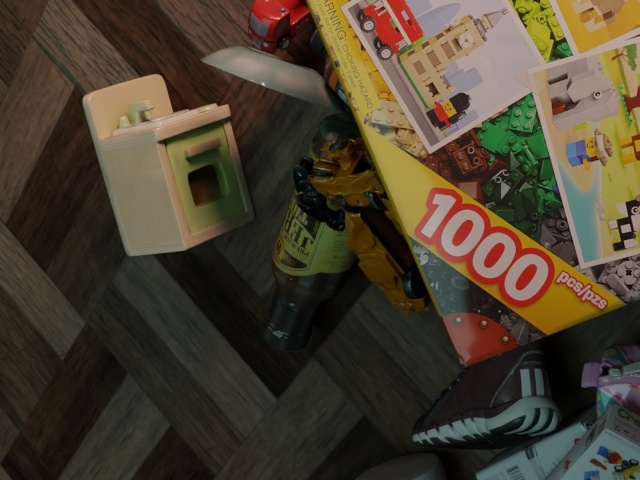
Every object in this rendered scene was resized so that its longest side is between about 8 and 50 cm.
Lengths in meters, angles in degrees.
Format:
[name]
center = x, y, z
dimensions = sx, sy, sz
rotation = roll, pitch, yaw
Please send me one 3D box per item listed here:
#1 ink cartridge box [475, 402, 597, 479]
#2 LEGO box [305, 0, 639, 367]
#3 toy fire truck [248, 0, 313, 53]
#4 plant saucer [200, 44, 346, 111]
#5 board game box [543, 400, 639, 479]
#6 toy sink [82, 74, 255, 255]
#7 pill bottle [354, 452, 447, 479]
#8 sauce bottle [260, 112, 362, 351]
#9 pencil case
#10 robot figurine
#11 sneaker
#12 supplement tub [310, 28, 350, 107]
[ink cartridge box]
center = 0.309, 0.300, 1.679
dimensions = 0.190, 0.082, 0.140
rotation = -37, 84, 40
[LEGO box]
center = 0.221, -0.179, 1.383
dimensions = 0.372, 0.193, 0.500
rotation = -23, 93, 11
[toy fire truck]
center = -0.010, -0.325, 1.649
dimensions = 0.047, 0.192, 0.135
rotation = 41, 157, 20
[plant saucer]
center = -0.054, -0.211, 1.709
dimensions = 0.195, 0.195, 0.037
rotation = 25, 100, 29
[board game box]
center = 0.344, 0.331, 1.569
dimensions = 0.193, 0.053, 0.305
rotation = 29, 134, 1
[toy sink]
center = -0.204, -0.114, 1.882
dimensions = 0.131, 0.152, 0.234
rotation = -6, 102, 40
[pill bottle]
center = 0.140, 0.429, 1.820
dimensions = 0.153, 0.153, 0.265
rotation = -11, 100, 41
[sauce bottle]
center = 0.000, 0.000, 1.789
dimensions = 0.111, 0.111, 0.344
rotation = 35, 125, 23
[pencil case]
center = 0.436, 0.169, 1.498
dimensions = 0.284, 0.124, 0.124
rotation = -4, 105, 39
[robot figurine]
center = 0.095, -0.023, 1.637
dimensions = 0.211, 0.085, 0.291
rotation = -5, 134, 39
[sneaker]
center = 0.209, 0.176, 1.719
dimensions = 0.281, 0.106, 0.163
rotation = -27, 59, 59
[supplement tub]
center = 0.077, -0.194, 1.653
dimensions = 0.198, 0.106, 0.106
rotation = 47, 130, 14
